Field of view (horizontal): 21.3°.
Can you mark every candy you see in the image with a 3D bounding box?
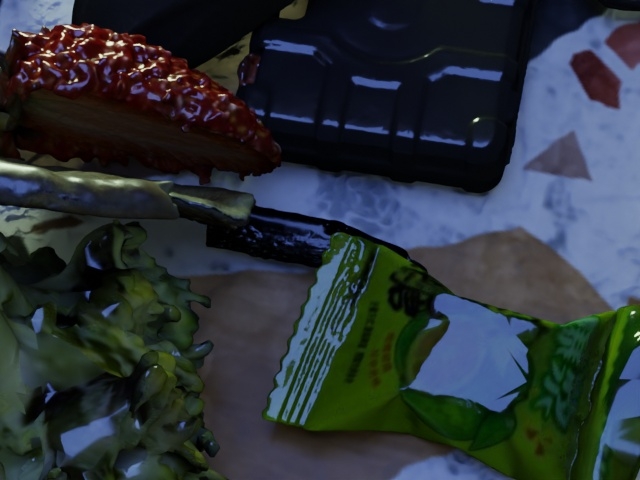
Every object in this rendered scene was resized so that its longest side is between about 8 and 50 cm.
[{"bbox_3d":[0.099,0.086,1.131,0.246,0.069,0.149,17,70,6],"label":"candy"}]

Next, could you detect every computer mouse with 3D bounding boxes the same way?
[{"bbox_3d":[-0.082,-0.213,1.230,0.269,0.086,0.138,-32,50,11],"label":"computer mouse"}]

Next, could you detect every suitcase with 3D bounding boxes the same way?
[{"bbox_3d":[0.058,-0.179,1.266,0.206,0.066,0.286,9,64,7],"label":"suitcase"}]

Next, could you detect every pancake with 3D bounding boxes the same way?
[{"bbox_3d":[-0.164,-0.035,1.071,0.288,0.286,0.033,7,90,-35],"label":"pancake"}]

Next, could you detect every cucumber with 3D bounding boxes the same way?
[{"bbox_3d":[0.000,0.000,1.193,0.163,0.039,0.043,9,43,9],"label":"cucumber"}]

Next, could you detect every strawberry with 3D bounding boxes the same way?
[{"bbox_3d":[-0.132,-0.096,1.195,0.208,0.167,0.087,12,71,-13],"label":"strawberry"}]

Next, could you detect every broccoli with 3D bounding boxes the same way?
[{"bbox_3d":[-0.220,0.119,1.045,0.334,0.272,0.324,-4,82,4],"label":"broccoli"}]

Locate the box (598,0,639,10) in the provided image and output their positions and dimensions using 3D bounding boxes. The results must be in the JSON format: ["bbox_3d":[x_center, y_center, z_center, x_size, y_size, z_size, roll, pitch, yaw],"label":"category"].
[{"bbox_3d":[0.297,-0.264,1.309,0.201,0.042,0.213,0,62,3],"label":"box"}]
